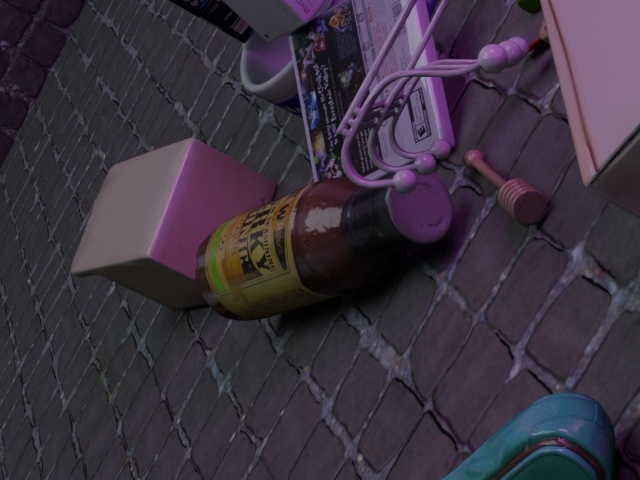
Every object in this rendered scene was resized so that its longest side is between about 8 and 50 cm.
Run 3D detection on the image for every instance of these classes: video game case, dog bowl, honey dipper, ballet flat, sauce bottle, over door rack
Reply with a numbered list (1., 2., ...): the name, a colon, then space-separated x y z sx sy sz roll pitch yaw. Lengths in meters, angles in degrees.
1. video game case: 0.046 -0.147 1.496 0.173 0.022 0.190 -26 68 42
2. dog bowl: 0.023 -0.259 1.704 0.265 0.104 0.265 -48 27 34
3. honey dipper: 0.148 -0.048 1.286 0.030 0.030 0.160 -60 18 9
4. ballet flat: 0.115 0.182 1.053 0.247 0.083 0.087 -45 4 38
5. sauce bottle: 0.000 0.000 1.455 0.344 0.111 0.111 -22 46 56
6. over door rack: 0.118 -0.200 1.209 0.239 0.108 0.324 -39 -34 -76

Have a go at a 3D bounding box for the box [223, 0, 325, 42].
1. box: -0.046 -0.271 1.570 0.087 0.101 0.102 -54 18 -19

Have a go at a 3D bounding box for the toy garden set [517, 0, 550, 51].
1. toy garden set: 0.230 -0.248 1.288 0.244 0.049 0.203 -27 42 57

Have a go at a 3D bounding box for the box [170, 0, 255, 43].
1. box: -0.096 -0.335 1.677 0.220 0.175 0.051 -46 26 39

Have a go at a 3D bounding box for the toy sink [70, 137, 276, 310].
1. toy sink: -0.175 -0.010 1.840 0.234 0.131 0.152 -12 54 57

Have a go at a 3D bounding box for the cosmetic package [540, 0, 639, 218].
1. cosmetic package: 0.238 -0.131 0.992 0.113 0.160 0.309 -51 24 31
